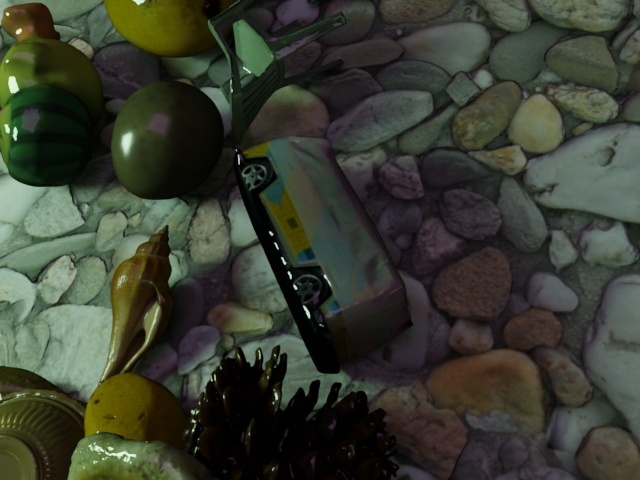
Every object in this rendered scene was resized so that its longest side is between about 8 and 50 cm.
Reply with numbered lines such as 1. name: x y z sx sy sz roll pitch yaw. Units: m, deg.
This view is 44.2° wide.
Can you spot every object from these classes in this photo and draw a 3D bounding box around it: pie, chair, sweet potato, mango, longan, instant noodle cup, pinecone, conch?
1. pie: -0.195 0.372 0.981 0.338 0.337 0.075 14 36 20
2. chair: -0.096 -0.325 1.407 0.275 0.203 0.190 -36 71 -13
3. sweet potato: -0.479 0.245 1.259 0.244 0.077 0.077 11 64 6
4. mango: -0.260 0.281 1.132 0.109 0.147 0.227 -64 33 24
5. longan: -0.264 -0.174 1.366 0.197 0.196 0.220 8 59 18
6. instant noodle cup: -0.445 0.347 1.144 0.274 0.090 0.273 -2 74 8
7. pinecone: -0.035 0.264 1.043 0.292 0.246 0.246 11 63 -1
8. conch: -0.297 0.132 1.273 0.109 0.093 0.330 15 86 2
9. mango: -0.281 -0.546 1.561 0.300 0.232 0.445 -18 50 9

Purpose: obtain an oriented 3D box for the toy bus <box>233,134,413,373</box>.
1. toy bus: 0.000 0.000 1.227 0.163 0.171 0.386 -21 58 -10

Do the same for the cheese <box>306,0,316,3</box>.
1. cheese: 0.064 -0.519 1.563 0.191 0.042 0.105 -10 58 11

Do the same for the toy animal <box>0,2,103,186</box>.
1. toy animal: -0.505 -0.258 1.474 0.191 0.216 0.338 -1 61 -18
